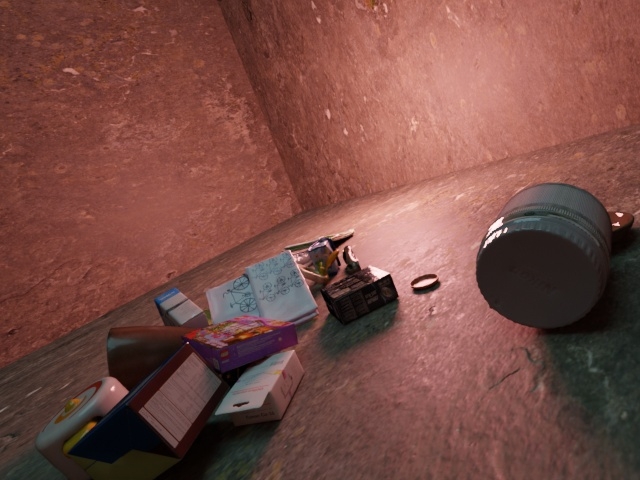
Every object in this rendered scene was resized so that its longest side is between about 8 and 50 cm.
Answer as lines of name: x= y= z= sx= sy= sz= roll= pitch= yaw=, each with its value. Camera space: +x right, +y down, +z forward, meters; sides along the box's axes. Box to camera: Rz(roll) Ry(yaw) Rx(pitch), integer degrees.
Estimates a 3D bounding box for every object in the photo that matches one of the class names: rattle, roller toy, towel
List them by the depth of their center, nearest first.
roller toy: x=-0.504 y=0.408 z=0.904 sx=0.191 sy=0.146 sz=0.209 roll=-29 pitch=16 yaw=20
rattle: x=-0.052 y=0.075 z=1.531 sx=0.199 sy=0.143 sz=0.130 roll=24 pitch=22 yaw=20
towel: x=0.000 y=0.000 z=2.080 sx=0.247 sy=0.038 sz=0.324 roll=-15 pitch=1 yaw=36

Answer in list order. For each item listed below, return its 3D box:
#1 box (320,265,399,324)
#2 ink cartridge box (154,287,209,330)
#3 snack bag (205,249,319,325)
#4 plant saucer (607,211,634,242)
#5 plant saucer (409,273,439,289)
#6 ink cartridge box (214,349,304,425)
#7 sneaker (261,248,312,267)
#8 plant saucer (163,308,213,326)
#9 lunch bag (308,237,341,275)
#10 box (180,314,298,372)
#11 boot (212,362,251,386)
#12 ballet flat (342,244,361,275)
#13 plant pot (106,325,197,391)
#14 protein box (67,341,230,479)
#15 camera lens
box: x=0.109 y=0.153 z=1.192 sx=0.180 sy=0.078 sz=0.147 roll=-25 pitch=11 yaw=-13
ink cartridge box: x=-0.453 y=0.270 z=1.369 sx=0.086 sy=0.148 sz=0.203 roll=-30 pitch=36 yaw=-33
snack bag: x=-0.208 y=0.193 z=1.343 sx=0.342 sy=0.037 sz=0.323 roll=-23 pitch=41 yaw=-6
plant saucer: x=0.624 y=-0.014 z=1.039 sx=0.277 sy=0.041 sz=0.278 roll=-17 pitch=6 yaw=2
plant saucer: x=0.296 y=0.118 z=1.170 sx=0.083 sy=0.013 sz=0.083 roll=-22 pitch=10 yaw=4
ink cartridge box: x=-0.123 y=0.321 z=0.871 sx=0.115 sy=0.067 sz=0.198 roll=-18 pitch=10 yaw=20
sneaker: x=-0.138 y=0.088 z=1.867 sx=0.281 sy=0.115 sz=0.105 roll=-26 pitch=12 yaw=-34
plant saucer: x=-0.475 y=0.320 z=1.555 sx=0.240 sy=0.037 sz=0.241 roll=-12 pitch=9 yaw=2
lunch bag: x=0.021 y=0.065 z=1.649 sx=0.096 sy=0.129 sz=0.151 roll=-18 pitch=10 yaw=11
box: x=-0.218 y=0.254 z=1.060 sx=0.200 sy=0.057 sz=0.293 roll=-12 pitch=2 yaw=-35
boot: x=-0.280 y=0.349 z=1.002 sx=0.178 sy=0.085 sz=0.236 roll=-12 pitch=16 yaw=31
ballet flat: x=0.107 y=0.080 z=1.561 sx=0.058 sy=0.084 sz=0.250 roll=-21 pitch=17 yaw=0
plant pot: x=-0.465 y=0.335 z=1.188 sx=0.230 sy=0.215 sz=0.215 roll=-9 pitch=7 yaw=-17
protein box: x=-0.324 y=0.346 z=0.806 sx=0.200 sy=0.136 sz=0.201 roll=-40 pitch=5 yaw=20
camera lens: x=0.445 y=0.018 z=0.818 sx=0.219 sy=0.219 sz=0.274 roll=-13 pitch=14 yaw=40
